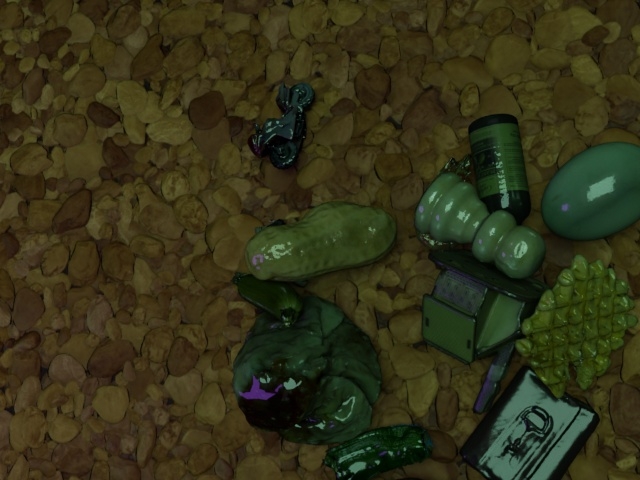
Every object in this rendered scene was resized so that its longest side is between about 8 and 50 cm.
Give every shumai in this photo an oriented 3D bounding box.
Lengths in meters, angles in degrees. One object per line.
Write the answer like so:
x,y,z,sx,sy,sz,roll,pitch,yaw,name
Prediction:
-0.048,0.245,1.458,0.310,0.263,0.303,-1,79,15,shumai

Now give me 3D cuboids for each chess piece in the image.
0.308,-0.018,1.422,0.243,0.133,0.133,35,89,29,chess piece

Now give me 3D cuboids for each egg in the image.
0.530,-0.091,1.437,0.231,0.168,0.168,-33,74,8,egg

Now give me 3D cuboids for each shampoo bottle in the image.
0.365,-0.107,1.514,0.101,0.101,0.283,-8,78,12,shampoo bottle

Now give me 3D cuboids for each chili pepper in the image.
0.110,0.423,1.494,0.225,0.061,0.098,-22,53,13,chili pepper

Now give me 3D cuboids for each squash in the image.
-0.097,0.117,1.528,0.080,0.318,0.071,-22,109,-20,squash

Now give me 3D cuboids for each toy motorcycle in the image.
-0.087,-0.254,1.663,0.123,0.082,0.213,10,70,15,toy motorcycle

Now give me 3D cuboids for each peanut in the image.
0.000,0.000,1.535,0.319,0.147,0.147,-13,76,-12,peanut

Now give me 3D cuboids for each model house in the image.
0.283,0.179,1.452,0.218,0.205,0.278,28,105,33,model house

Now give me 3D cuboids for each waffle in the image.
0.476,0.160,1.385,0.250,0.261,0.056,-51,30,-8,waffle

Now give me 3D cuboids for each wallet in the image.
0.400,0.375,1.444,0.182,0.049,0.229,35,87,20,wallet

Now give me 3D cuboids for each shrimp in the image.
0.272,-0.079,1.559,0.115,0.051,0.217,22,84,10,shrimp

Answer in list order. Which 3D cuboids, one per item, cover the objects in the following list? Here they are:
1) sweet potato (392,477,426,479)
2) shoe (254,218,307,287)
0.180,0.507,1.440,0.360,0.112,0.112,7,81,17,sweet potato
-0.062,0.017,1.611,0.099,0.071,0.169,-36,73,-2,shoe
